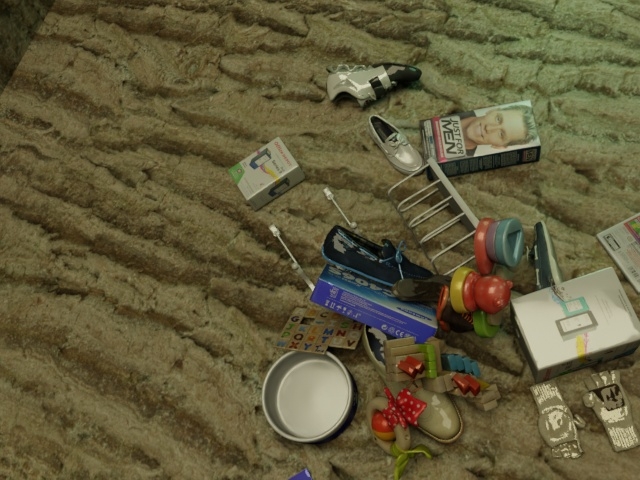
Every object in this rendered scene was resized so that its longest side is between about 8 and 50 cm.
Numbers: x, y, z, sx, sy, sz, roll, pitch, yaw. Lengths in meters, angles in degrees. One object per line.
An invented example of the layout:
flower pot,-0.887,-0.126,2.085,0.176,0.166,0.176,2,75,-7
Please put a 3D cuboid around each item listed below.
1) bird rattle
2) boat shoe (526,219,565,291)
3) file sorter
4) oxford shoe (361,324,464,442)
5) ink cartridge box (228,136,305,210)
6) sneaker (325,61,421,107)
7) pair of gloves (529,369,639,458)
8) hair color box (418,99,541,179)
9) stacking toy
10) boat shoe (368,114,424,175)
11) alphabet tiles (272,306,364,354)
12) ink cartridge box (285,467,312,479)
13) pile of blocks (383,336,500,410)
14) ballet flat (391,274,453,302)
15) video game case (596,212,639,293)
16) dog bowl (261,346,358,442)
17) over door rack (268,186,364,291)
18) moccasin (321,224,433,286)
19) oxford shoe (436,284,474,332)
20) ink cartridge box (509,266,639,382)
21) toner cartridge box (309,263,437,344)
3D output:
bird rattle,0.184,0.494,1.693,0.143,0.253,0.207,-30,21,-28
boat shoe,0.624,0.048,1.812,0.079,0.095,0.254,-22,45,25
file sorter,0.345,-0.061,1.904,0.173,0.193,0.277,-32,62,5
oxford shoe,0.235,0.383,1.766,0.140,0.146,0.397,-41,62,-3
ink cartridge box,-0.181,-0.227,2.186,0.212,0.093,0.154,-32,62,-1
sneaker,0.182,-0.526,2.207,0.331,0.122,0.146,0,85,15
pair of gloves,0.681,0.450,1.665,0.240,0.042,0.204,-13,65,12
hair color box,0.492,-0.313,2.011,0.347,0.105,0.173,-9,66,11
stacking toy,0.486,0.109,1.704,0.130,0.279,0.309,3,52,39
boat shoe,0.238,-0.313,2.101,0.095,0.084,0.258,-42,63,-5
alphabet tiles,0.004,0.268,1.896,0.237,0.009,0.198,4,31,19
ink cartridge box,-0.082,0.764,1.756,0.206,0.045,0.208,-33,61,2
pile of blocks,0.335,0.336,1.660,0.362,0.113,0.149,21,77,-19
ballet flat,0.306,0.145,1.839,0.250,0.058,0.084,2,66,-30
video game case,0.908,0.024,1.792,0.183,0.023,0.201,-28,62,4
dog bowl,-0.029,0.445,1.843,0.265,0.104,0.264,-6,66,14
over door rack,0.000,0.000,2.026,0.239,0.108,0.324,-34,62,-1
moccasin,0.176,0.051,1.872,0.342,0.137,0.116,17,108,-8
oxford shoe,0.372,0.187,1.739,0.098,0.271,0.097,11,74,20
ink cartridge box,0.657,0.226,1.680,0.270,0.198,0.197,-20,64,9
toner cartridge box,0.152,0.180,1.804,0.348,0.165,0.075,23,106,3
